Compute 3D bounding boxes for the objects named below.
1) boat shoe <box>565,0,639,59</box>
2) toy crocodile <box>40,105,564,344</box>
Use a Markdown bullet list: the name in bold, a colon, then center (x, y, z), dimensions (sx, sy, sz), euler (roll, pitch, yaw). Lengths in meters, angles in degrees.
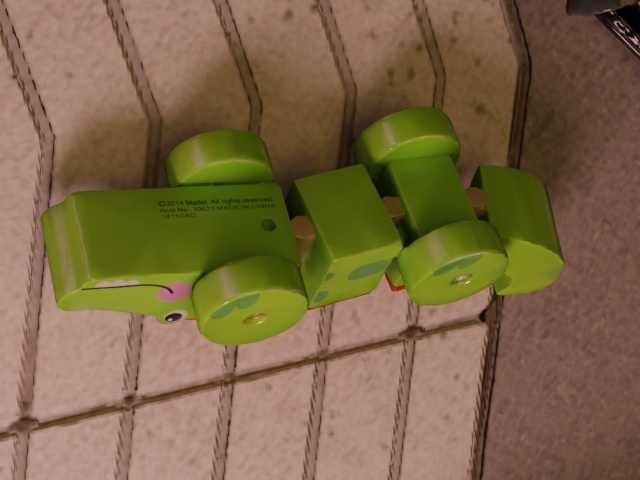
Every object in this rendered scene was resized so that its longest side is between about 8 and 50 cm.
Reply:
- **boat shoe**: center (0.203, -0.179, 0.963), dimensions (0.340, 0.127, 0.113), euler (39, 68, -36)
- **toy crocodile**: center (0.000, 0.000, 0.909), dimensions (0.340, 0.105, 0.115), euler (-8, 60, -25)
